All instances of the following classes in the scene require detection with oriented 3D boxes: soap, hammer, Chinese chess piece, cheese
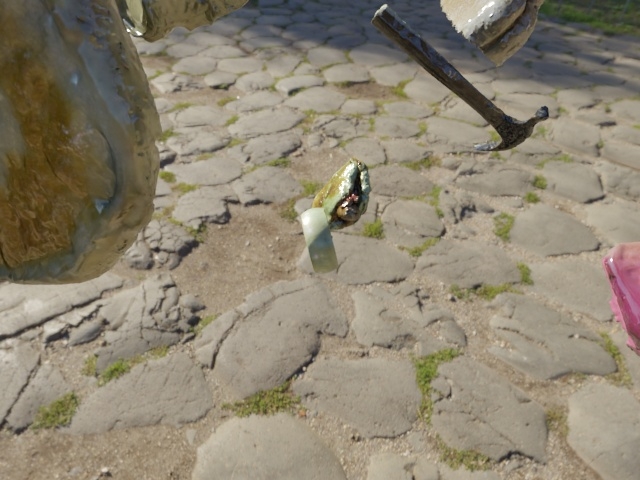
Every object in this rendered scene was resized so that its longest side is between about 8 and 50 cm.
[{"bbox_3d":[0.733,0.139,0.919,0.220,0.127,0.325,-10,53,20],"label":"soap"},{"bbox_3d":[0.196,-0.247,0.674,0.297,0.125,0.027,40,54,-4],"label":"hammer"},{"bbox_3d":[0.000,0.000,0.972,0.058,0.144,0.144,-14,41,1],"label":"Chinese chess piece"},{"bbox_3d":[-0.188,-0.361,0.616,0.202,0.091,0.175,-28,55,-17],"label":"cheese"}]

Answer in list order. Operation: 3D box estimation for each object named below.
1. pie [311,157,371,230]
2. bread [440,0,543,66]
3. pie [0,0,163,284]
[{"bbox_3d":[0.061,-0.142,1.434,0.105,0.274,0.257,24,60,-25],"label":"pie"},{"bbox_3d":[0.319,-0.444,0.797,0.101,0.183,0.337,32,35,-20],"label":"bread"},{"bbox_3d":[-0.266,-0.101,0.333,0.338,0.339,0.077,11,32,10],"label":"pie"}]
